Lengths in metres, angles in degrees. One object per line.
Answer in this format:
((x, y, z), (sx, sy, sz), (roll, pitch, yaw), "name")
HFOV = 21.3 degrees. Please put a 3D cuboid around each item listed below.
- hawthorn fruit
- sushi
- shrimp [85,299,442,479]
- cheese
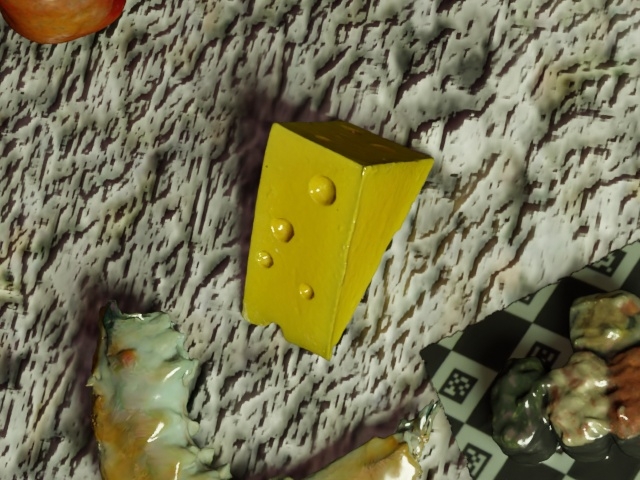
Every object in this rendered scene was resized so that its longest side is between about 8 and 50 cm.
((-0.216, -0.230, 1.445), (0.140, 0.125, 0.125), (-15, 68, -22), "hawthorn fruit")
((0.194, 0.106, 1.218), (0.220, 0.047, 0.231), (-28, 49, 8), "sushi")
((-0.068, 0.168, 1.307), (0.287, 0.068, 0.185), (16, 87, 21), "shrimp")
((0.000, 0.000, 1.339), (0.093, 0.126, 0.171), (24, 104, 23), "cheese")
